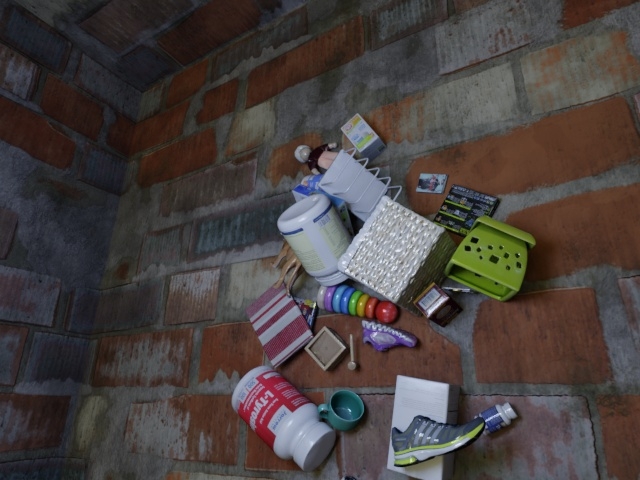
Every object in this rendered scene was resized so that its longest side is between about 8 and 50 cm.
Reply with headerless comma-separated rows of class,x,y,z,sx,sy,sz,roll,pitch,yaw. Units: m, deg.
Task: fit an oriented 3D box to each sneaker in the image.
sneaker,0.338,0.572,1.218,0.300,0.111,0.121,-27,57,15
sneaker,0.257,0.381,1.578,0.237,0.095,0.104,9,83,40

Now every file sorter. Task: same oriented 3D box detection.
file sorter,0.170,-0.228,1.713,0.192,0.278,0.173,-57,19,-8

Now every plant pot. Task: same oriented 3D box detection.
plant pot,0.575,0.056,1.391,0.227,0.228,0.207,26,80,18

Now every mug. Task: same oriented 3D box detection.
mug,0.077,0.642,1.551,0.158,0.129,0.097,23,126,14

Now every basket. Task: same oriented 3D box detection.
basket,0.299,0.071,1.524,0.267,0.328,0.331,35,91,35

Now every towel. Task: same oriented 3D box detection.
towel,-0.185,0.364,1.825,0.237,0.037,0.328,-42,56,11

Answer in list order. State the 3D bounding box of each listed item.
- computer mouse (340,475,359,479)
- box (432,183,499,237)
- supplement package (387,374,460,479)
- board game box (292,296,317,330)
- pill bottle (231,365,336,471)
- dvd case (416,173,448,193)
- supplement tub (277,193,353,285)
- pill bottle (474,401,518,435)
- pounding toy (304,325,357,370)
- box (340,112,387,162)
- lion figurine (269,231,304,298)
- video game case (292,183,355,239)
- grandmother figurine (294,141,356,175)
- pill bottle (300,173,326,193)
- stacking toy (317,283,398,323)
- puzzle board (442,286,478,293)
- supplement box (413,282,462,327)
computer mouse,0.095,0.999,1.439,0.189,0.072,0.272,25,86,36
box,0.564,-0.109,1.601,0.191,0.045,0.184,26,89,36
supplement package,0.347,0.615,1.365,0.178,0.175,0.292,1,72,31
board game box,-0.108,0.355,1.836,0.194,0.060,0.193,6,76,34
pill bottle,-0.145,0.695,1.617,0.408,0.229,0.228,27,87,37
dvd case,0.470,-0.240,1.732,0.120,0.013,0.087,11,77,35
supplement tub,0.000,0.000,1.664,0.236,0.324,0.235,-27,21,11
pill bottle,0.563,0.568,1.313,0.120,0.067,0.067,-37,56,16
pounding toy,0.077,0.448,1.666,0.181,0.094,0.206,-48,62,1
box,0.203,-0.487,1.947,0.114,0.103,0.203,-39,55,13
lion figurine,-0.117,0.074,1.855,0.240,0.142,0.392,-52,29,13
video game case,0.017,-0.111,1.832,0.270,0.244,0.061,25,58,37
grandmother figurine,0.013,-0.412,2.043,0.343,0.104,0.207,20,61,35
pill bottle,0.055,-0.237,1.911,0.272,0.152,0.152,1,72,34
stacking toy,0.156,0.262,1.673,0.331,0.141,0.141,14,80,30
puzzle board,0.501,0.180,1.471,0.097,0.128,0.011,2,81,33
supplement box,0.421,0.233,1.463,0.104,0.188,0.080,-46,52,8
